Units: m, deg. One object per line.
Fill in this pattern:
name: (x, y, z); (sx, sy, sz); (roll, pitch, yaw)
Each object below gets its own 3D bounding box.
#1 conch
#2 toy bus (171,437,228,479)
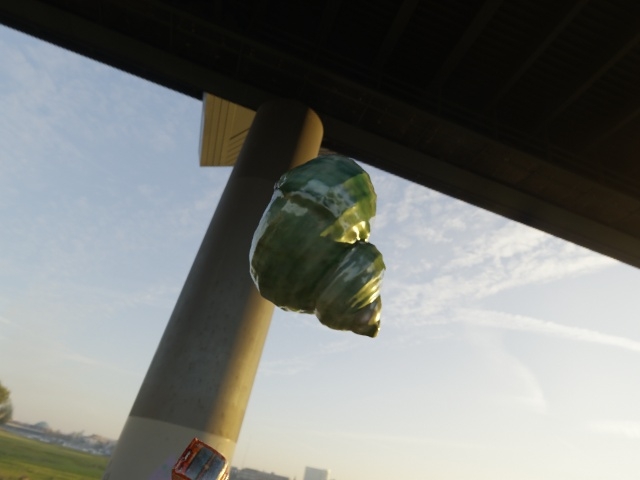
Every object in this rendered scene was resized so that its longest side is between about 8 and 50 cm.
conch: (0.000, 0.000, 0.527); (0.196, 0.277, 0.220); (-27, -27, -8)
toy bus: (-0.181, 0.377, 0.607); (0.077, 0.065, 0.192); (20, -57, 11)
